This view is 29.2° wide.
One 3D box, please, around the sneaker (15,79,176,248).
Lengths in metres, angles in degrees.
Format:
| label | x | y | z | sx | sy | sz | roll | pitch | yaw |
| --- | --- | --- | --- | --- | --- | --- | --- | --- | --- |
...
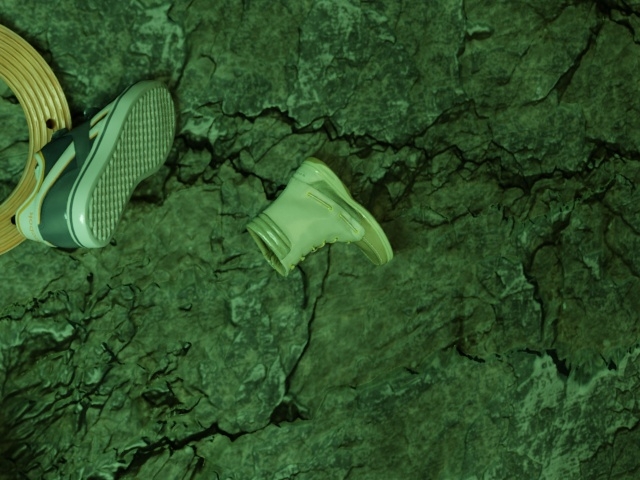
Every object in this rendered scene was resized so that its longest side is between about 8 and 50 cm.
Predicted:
| label | x | y | z | sx | sy | sz | roll | pitch | yaw |
| --- | --- | --- | --- | --- | --- | --- | --- | --- | --- |
| sneaker | -0.302 | -0.112 | 1.651 | 0.321 | 0.127 | 0.126 | -65 | 147 | -49 |

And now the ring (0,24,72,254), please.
| label | x | y | z | sx | sy | sz | roll | pitch | yaw |
| --- | --- | --- | --- | --- | --- | --- | --- | --- | --- |
| ring | -0.490 | -0.132 | 1.613 | 0.336 | 0.032 | 0.337 | -4 | 98 | -31 |

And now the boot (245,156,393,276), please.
| label | x | y | z | sx | sy | sz | roll | pitch | yaw |
| --- | --- | --- | --- | --- | --- | --- | --- | --- | --- |
| boot | 0.000 | 0.000 | 1.888 | 0.165 | 0.077 | 0.213 | -48 | 111 | -17 |
